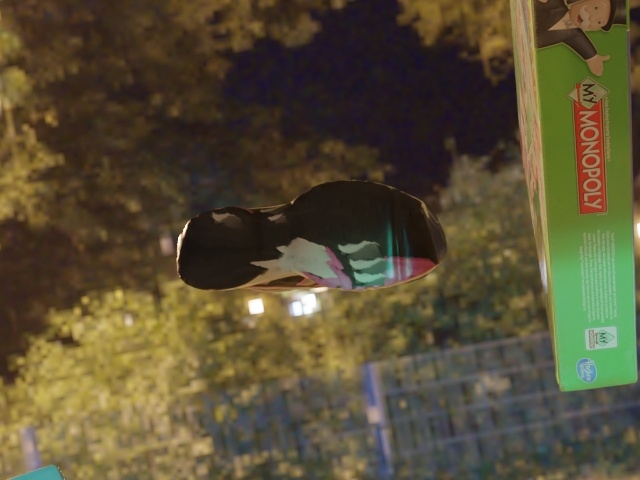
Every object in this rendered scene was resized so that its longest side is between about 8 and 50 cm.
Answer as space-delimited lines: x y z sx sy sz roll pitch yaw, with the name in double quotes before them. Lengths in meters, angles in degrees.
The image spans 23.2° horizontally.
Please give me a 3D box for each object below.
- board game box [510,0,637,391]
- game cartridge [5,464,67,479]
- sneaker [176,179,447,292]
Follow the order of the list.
"board game box" 0.126 -0.106 0.812 0.046 0.213 0.317 -7 -47 5
"game cartridge" -0.283 0.268 1.046 0.294 0.060 0.196 -28 32 -10
"sneaker" 0.000 0.000 1.020 0.178 0.072 0.077 0 -4 23
